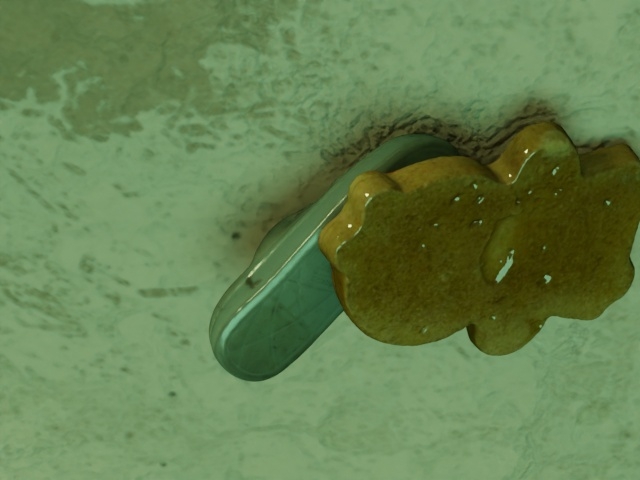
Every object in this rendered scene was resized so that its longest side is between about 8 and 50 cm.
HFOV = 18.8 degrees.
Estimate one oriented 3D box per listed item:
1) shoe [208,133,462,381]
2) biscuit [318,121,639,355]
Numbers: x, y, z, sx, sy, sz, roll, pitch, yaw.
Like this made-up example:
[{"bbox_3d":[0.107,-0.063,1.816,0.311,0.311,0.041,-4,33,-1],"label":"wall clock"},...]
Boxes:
[{"bbox_3d":[0.000,0.000,1.197,0.195,0.078,0.079,-47,129,-1],"label":"shoe"},{"bbox_3d":[0.100,0.002,1.183,0.225,0.036,0.166,-9,128,-23],"label":"biscuit"}]
